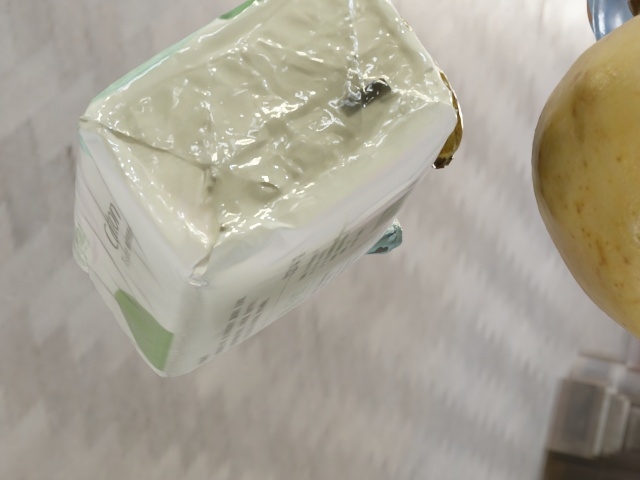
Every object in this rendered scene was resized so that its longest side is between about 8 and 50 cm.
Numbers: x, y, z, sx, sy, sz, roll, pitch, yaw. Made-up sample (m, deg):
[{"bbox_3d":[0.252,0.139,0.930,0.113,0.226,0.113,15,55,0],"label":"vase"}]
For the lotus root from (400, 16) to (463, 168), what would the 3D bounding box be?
[{"bbox_3d":[0.104,-0.211,2.104,0.110,0.258,0.097,-29,171,-18],"label":"lotus root"}]

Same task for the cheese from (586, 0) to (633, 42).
[{"bbox_3d":[0.265,-0.191,1.343,0.135,0.052,0.244,-8,119,-43],"label":"cheese"}]

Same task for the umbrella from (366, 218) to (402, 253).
[{"bbox_3d":[0.001,0.002,1.835,0.250,0.053,0.052,-8,147,-45],"label":"umbrella"}]

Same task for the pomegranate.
[{"bbox_3d":[0.290,-0.035,1.071,0.307,0.307,0.307,11,90,-68],"label":"pomegranate"}]

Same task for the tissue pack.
[{"bbox_3d":[-0.060,-0.050,1.305,0.266,0.194,0.356,-34,172,-18],"label":"tissue pack"}]
